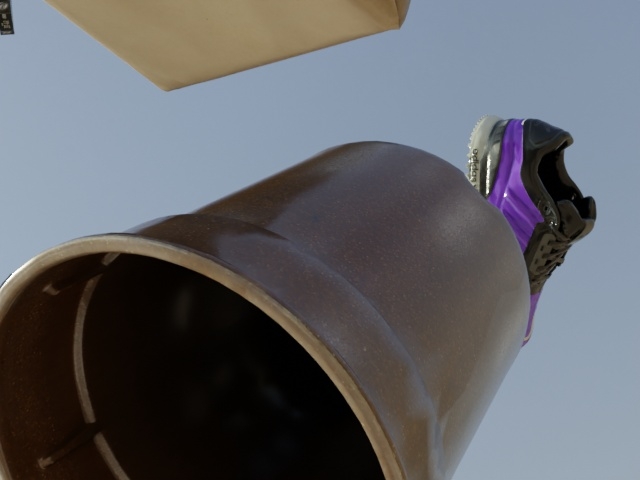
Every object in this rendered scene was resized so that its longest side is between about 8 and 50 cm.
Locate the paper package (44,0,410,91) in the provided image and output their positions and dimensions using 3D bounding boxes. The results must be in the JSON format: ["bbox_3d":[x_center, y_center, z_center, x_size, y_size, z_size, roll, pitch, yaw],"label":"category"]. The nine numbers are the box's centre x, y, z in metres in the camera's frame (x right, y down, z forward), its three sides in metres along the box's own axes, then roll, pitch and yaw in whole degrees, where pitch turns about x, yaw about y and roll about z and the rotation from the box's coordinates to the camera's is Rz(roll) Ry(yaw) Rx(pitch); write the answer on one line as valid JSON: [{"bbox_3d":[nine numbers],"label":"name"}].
[{"bbox_3d":[-0.113,-0.284,0.882,0.309,0.325,0.168,38,-116,-33],"label":"paper package"}]

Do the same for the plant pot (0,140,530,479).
[{"bbox_3d":[-0.008,0.044,0.411,0.165,0.167,0.167,-40,-21,-52],"label":"plant pot"}]

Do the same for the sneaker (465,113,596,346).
[{"bbox_3d":[0.256,-0.003,1.328,0.102,0.146,0.293,-17,-72,-52],"label":"sneaker"}]

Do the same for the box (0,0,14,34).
[{"bbox_3d":[-0.398,-0.309,1.388,0.018,0.083,0.067,-6,-11,-13],"label":"box"}]

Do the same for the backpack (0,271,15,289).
[{"bbox_3d":[-0.213,0.109,1.152,0.277,0.263,0.213,-16,-63,5],"label":"backpack"}]
